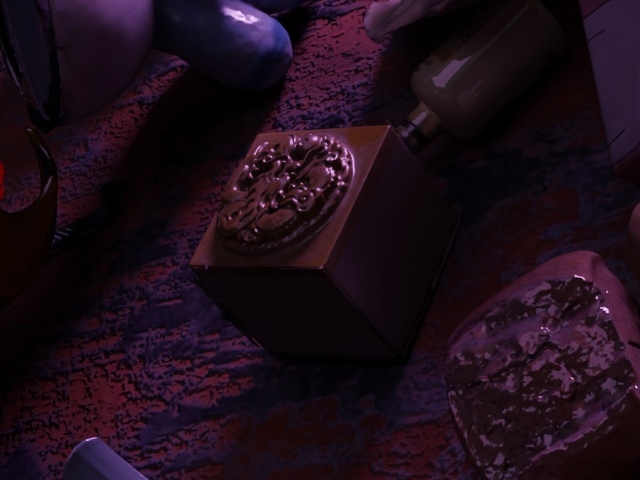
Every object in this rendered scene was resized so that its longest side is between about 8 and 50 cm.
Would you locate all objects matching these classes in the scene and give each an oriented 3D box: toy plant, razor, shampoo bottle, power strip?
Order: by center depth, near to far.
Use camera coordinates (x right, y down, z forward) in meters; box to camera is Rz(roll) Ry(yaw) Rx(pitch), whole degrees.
[{"bbox_3d":[-0.086,0.217,1.026,0.216,0.137,0.044,21,63,43],"label":"power strip"},{"bbox_3d":[0.127,-0.135,1.222,0.162,0.079,0.079,-45,38,-3],"label":"shampoo bottle"},{"bbox_3d":[-0.147,-0.251,1.428,0.332,0.247,0.247,-16,32,-22],"label":"toy plant"},{"bbox_3d":[-0.273,-0.001,1.478,0.190,0.033,0.066,-31,-5,18],"label":"razor"}]

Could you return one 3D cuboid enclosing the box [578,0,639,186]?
[{"bbox_3d":[0.289,-0.173,1.024,0.215,0.086,0.215,-40,45,44],"label":"box"}]

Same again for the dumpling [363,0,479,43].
[{"bbox_3d":[0.125,-0.286,1.274,0.260,0.181,0.341,-57,32,29],"label":"dumpling"}]

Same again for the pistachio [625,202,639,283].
[{"bbox_3d":[0.286,0.019,0.921,0.129,0.131,0.206,-7,19,-30],"label":"pistachio"}]

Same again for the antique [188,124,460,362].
[{"bbox_3d":[0.000,0.000,1.150,0.147,0.148,0.152,0,52,38],"label":"antique"}]

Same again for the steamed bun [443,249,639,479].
[{"bbox_3d":[0.153,0.095,0.962,0.145,0.106,0.175,-30,42,15],"label":"steamed bun"}]

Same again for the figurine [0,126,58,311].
[{"bbox_3d":[-0.383,0.056,1.258,0.268,0.387,0.401,5,9,-4],"label":"figurine"}]
